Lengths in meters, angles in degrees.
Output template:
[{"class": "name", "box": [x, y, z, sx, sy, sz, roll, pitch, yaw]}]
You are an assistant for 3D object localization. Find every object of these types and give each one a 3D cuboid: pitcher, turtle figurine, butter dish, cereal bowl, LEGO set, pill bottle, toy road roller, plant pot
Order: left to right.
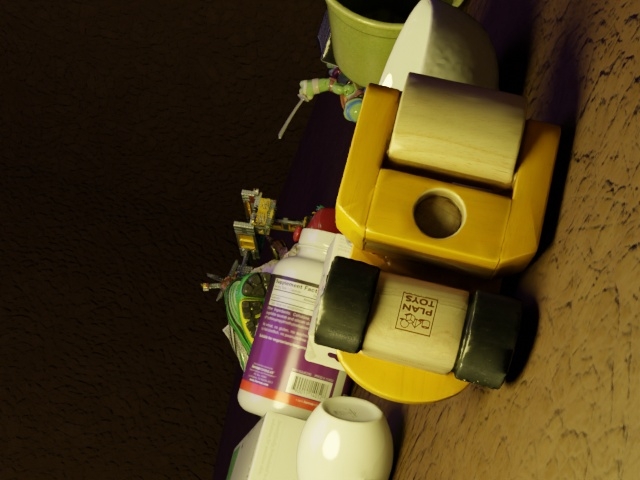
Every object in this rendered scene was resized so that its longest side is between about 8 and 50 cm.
[{"class": "LEGO set", "box": [-0.104, 0.030, 2.659, 0.192, 0.255, 0.331, 83, -155, -64]}, {"class": "pill bottle", "box": [-0.015, 0.150, 1.961, 0.181, 0.181, 0.323, 154, 132, -81]}, {"class": "butter dish", "box": [0.000, 0.000, 2.453, 0.160, 0.118, 0.160, -83, 12, -54]}, {"class": "turtle figurine", "box": [0.032, -0.288, 2.560, 0.266, 0.198, 0.274, -78, 11, -61]}, {"class": "pitcher", "box": [0.037, 0.323, 1.495, 0.178, 0.125, 0.207, -143, 58, -61]}, {"class": "plant pot", "box": [0.116, -0.409, 2.052, 0.254, 0.276, 0.276, 96, -174, -63]}, {"class": "toy road roller", "box": [0.115, 0.010, 1.240, 0.240, 0.202, 0.329, 87, -163, -77]}, {"class": "cereal bowl", "box": [0.147, -0.135, 1.516, 0.339, 0.141, 0.339, -164, 90, -84]}]

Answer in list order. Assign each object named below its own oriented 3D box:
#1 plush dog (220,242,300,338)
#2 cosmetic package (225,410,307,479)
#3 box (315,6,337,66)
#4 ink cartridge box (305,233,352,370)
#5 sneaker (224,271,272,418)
[{"class": "plush dog", "box": [-0.055, 0.123, 2.298, 0.225, 0.211, 0.262, 13, -89, -52]}, {"class": "cosmetic package", "box": [-0.068, 0.415, 1.880, 0.365, 0.155, 0.197, 119, 167, -66]}, {"class": "box", "box": [0.122, -0.503, 2.393, 0.294, 0.183, 0.296, -99, 28, -72]}, {"class": "ink cartridge box", "box": [0.052, 0.102, 1.817, 0.067, 0.115, 0.198, 123, 161, -66]}, {"class": "sneaker", "box": [-0.084, 0.218, 2.112, 0.146, 0.134, 0.343, 5, 109, 64]}]
